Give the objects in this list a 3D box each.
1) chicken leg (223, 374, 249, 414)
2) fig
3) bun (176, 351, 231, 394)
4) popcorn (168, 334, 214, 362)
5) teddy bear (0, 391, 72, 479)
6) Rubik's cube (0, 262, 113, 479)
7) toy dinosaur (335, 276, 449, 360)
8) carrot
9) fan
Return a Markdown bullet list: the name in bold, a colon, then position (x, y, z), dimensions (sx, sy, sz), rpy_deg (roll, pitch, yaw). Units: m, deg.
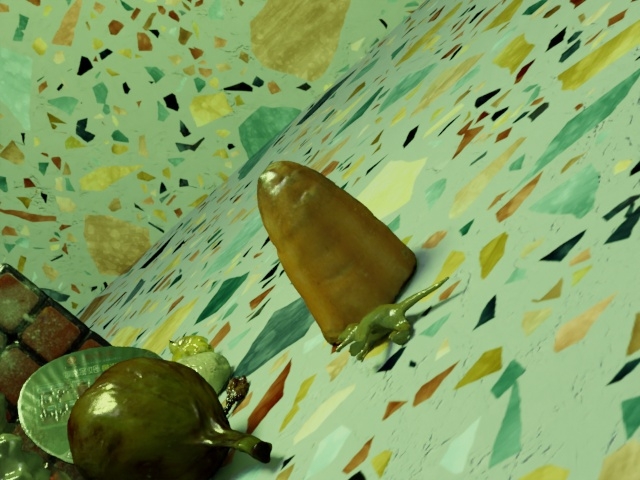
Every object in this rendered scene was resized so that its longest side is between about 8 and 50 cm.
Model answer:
- **chicken leg**: position (-0.119, 0.213, 1.543), dimensions (0.036, 0.021, 0.083), rpy_deg (-29, 22, 22)
- **fig**: position (-0.174, 0.258, 1.344), dimensions (0.290, 0.190, 0.190), rpy_deg (28, 70, 40)
- **bun**: position (-0.191, 0.208, 1.678), dimensions (0.115, 0.069, 0.115), rpy_deg (-40, 14, 12)
- **popcorn**: position (-0.209, 0.195, 1.835), dimensions (0.084, 0.084, 0.084), rpy_deg (-43, 12, 12)
- **teddy bear**: position (-0.402, 0.287, 1.343), dimensions (0.225, 0.367, 0.357), rpy_deg (-15, -14, -34)
- **Rubik's cube**: position (-0.497, 0.279, 1.783), dimensions (0.344, 0.344, 0.337), rpy_deg (-50, 9, -20)
- **toy dinosaur**: position (0.080, 0.082, 1.271), dimensions (0.162, 0.039, 0.126), rpy_deg (-42, 11, 7)
- **carrot**: position (0.000, 0.000, 1.390), dimensions (0.159, 0.225, 0.159), rpy_deg (-38, 16, 13)
- **fan**: position (-0.335, 0.263, 1.581), dimensions (0.012, 0.223, 0.294), rpy_deg (94, -169, -49)
